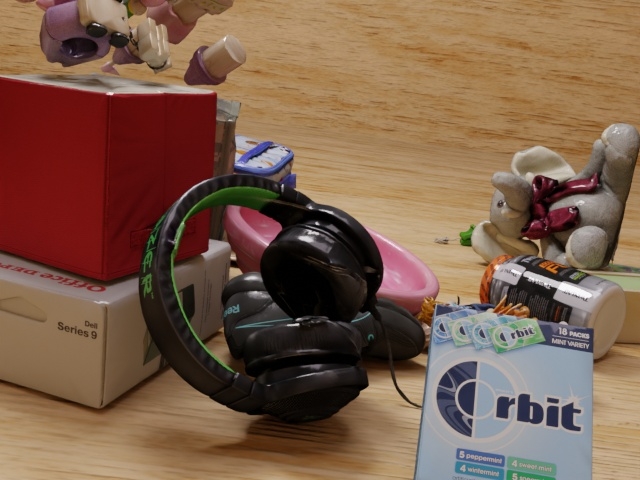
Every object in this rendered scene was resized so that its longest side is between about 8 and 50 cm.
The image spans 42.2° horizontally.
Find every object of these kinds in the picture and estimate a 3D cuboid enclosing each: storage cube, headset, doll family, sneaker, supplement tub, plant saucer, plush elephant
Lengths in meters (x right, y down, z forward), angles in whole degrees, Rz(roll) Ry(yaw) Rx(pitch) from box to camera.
[{"bbox_3d":[-0.244,-0.082,0.939,0.214,0.193,0.183,12,15,28],"label":"storage cube"},{"bbox_3d":[0.011,0.073,0.868,0.394,0.244,0.185,28,-36,-25],"label":"headset"},{"bbox_3d":[0.216,0.113,1.057,0.163,0.119,0.263,4,13,-24],"label":"doll family"},{"bbox_3d":[0.004,0.123,1.025,0.267,0.101,0.106,12,45,-13],"label":"sneaker"},{"bbox_3d":[0.335,0.090,1.215,0.117,0.117,0.190,-7,21,-44],"label":"supplement tub"},{"bbox_3d":[0.008,0.036,1.217,0.332,0.084,0.332,21,16,-6],"label":"plant saucer"},{"bbox_3d":[0.417,-0.061,1.516,0.255,0.272,0.330,17,-12,22],"label":"plush elephant"}]

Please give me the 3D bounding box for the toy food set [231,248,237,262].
[{"bbox_3d":[-0.141,0.025,1.410,0.083,0.020,0.082,8,14,2],"label":"toy food set"}]

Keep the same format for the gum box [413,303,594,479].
[{"bbox_3d":[0.175,0.161,0.786,0.156,0.185,0.041,8,-28,4],"label":"gum box"}]

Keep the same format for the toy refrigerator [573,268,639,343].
[{"bbox_3d":[0.531,0.104,1.308,0.269,0.094,0.102,5,15,-12],"label":"toy refrigerator"}]

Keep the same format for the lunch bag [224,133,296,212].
[{"bbox_3d":[-0.169,-0.132,1.502,0.243,0.115,0.303,13,16,6],"label":"lunch bag"}]

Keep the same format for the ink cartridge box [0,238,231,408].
[{"bbox_3d":[-0.263,0.069,0.980,0.211,0.122,0.289,11,15,18],"label":"ink cartridge box"}]

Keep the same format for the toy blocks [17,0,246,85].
[{"bbox_3d":[-0.287,-0.301,1.079,0.260,0.309,0.288,-24,-23,31],"label":"toy blocks"}]

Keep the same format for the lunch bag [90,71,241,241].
[{"bbox_3d":[-0.252,-0.078,1.233,0.235,0.287,0.169,10,19,-6],"label":"lunch bag"}]

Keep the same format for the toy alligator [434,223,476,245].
[{"bbox_3d":[0.333,-0.013,1.729,0.189,0.051,0.056,5,14,-8],"label":"toy alligator"}]

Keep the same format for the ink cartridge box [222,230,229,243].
[{"bbox_3d":[-0.244,-0.047,1.512,0.190,0.082,0.139,11,15,15],"label":"ink cartridge box"}]

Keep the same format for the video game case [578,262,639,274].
[{"bbox_3d":[0.592,0.081,1.562,0.212,0.023,0.193,9,15,6],"label":"video game case"}]
